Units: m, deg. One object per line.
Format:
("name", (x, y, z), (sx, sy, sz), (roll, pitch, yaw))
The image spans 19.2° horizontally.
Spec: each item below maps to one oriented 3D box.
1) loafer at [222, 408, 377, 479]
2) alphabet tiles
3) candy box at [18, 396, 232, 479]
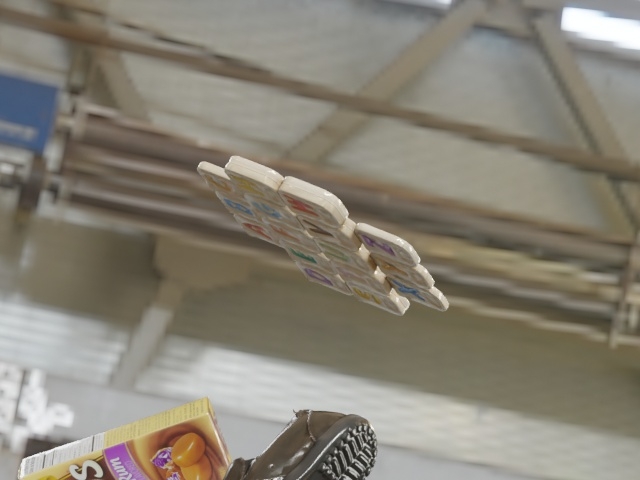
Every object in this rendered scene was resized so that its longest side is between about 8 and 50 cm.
("loafer", (-0.049, 0.214, 1.473), (0.078, 0.220, 0.080), (22, -36, 43))
("alphabet tiles", (0.000, 0.000, 2.047), (0.278, 0.021, 0.284), (22, -16, 28))
("candy box", (-0.173, 0.229, 1.758), (0.186, 0.109, 0.053), (-19, 16, 2))
